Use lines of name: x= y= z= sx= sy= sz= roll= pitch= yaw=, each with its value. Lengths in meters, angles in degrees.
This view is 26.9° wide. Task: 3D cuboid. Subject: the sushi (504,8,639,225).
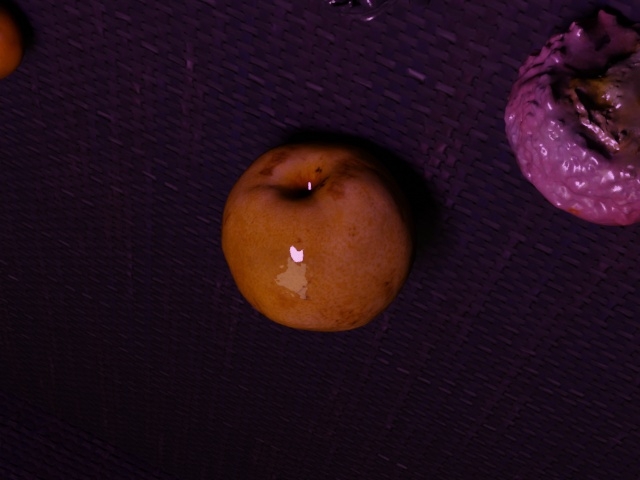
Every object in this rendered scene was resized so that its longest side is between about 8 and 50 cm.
sushi: x=0.263 y=-0.076 z=1.053 sx=0.241 sy=0.161 sz=0.107 roll=30 pitch=152 yaw=-1

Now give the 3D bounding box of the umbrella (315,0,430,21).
umbrella: x=0.103 y=-0.212 z=0.881 sx=0.337 sy=0.154 sz=0.128 roll=9 pitch=172 yaw=1

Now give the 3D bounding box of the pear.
pear: x=0.000 y=0.000 z=1.399 sx=0.209 sy=0.209 sz=0.209 roll=22 pitch=153 yaw=12

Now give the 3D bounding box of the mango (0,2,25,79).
mango: x=-0.396 y=-0.228 z=1.494 sx=0.163 sy=0.089 sz=0.111 roll=15 pitch=152 yaw=42
